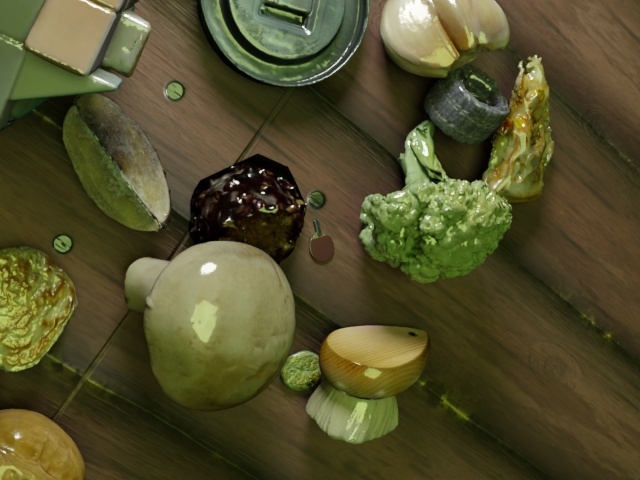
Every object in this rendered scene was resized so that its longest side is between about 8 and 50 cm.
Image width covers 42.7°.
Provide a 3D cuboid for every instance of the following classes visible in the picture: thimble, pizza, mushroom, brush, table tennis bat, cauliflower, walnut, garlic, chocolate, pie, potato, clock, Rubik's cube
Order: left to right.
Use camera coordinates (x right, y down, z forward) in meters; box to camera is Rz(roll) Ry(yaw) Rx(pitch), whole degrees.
[{"bbox_3d":[-0.511,0.111,1.360,0.179,0.084,0.205,35,77,-22],"label":"pie"},{"bbox_3d":[-0.492,0.383,1.338,0.195,0.195,0.221,-47,107,-10],"label":"walnut"},{"bbox_3d":[-0.431,-0.362,1.216,0.358,0.387,0.368,24,104,-15],"label":"Rubik's cube"},{"bbox_3d":[-0.353,-0.133,1.400,0.100,0.120,0.261,-20,114,27],"label":"potato"},{"bbox_3d":[-0.202,0.133,1.373,0.292,0.290,0.292,-15,110,-50],"label":"mushroom"},{"bbox_3d":[-0.109,-0.032,1.444,0.224,0.177,0.206,-27,103,-14],"label":"chocolate"},{"bbox_3d":[-0.067,-0.436,1.482,0.319,0.066,0.319,-2,96,-19],"label":"clock"},{"bbox_3d":[-0.038,0.252,1.576,0.085,0.017,0.085,-3,98,-20],"label":"pie"},{"bbox_3d":[0.000,0.000,1.573,0.050,0.007,0.083,-14,101,-17],"label":"table tennis bat"},{"bbox_3d":[0.108,0.265,1.565,0.267,0.174,0.166,-9,116,-40],"label":"brush"},{"bbox_3d":[0.198,-0.048,1.547,0.260,0.281,0.327,-44,135,11],"label":"cauliflower"},{"bbox_3d":[0.212,-0.415,1.516,0.217,0.110,0.228,-30,65,0],"label":"garlic"},{"bbox_3d":[0.279,-0.263,1.574,0.150,0.150,0.098,24,130,-20],"label":"thimble"},{"bbox_3d":[0.416,-0.216,1.644,0.189,0.071,0.297,13,90,-41],"label":"pizza"}]
